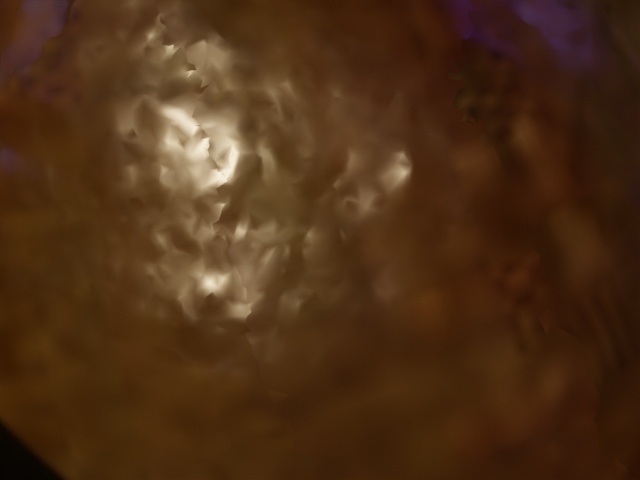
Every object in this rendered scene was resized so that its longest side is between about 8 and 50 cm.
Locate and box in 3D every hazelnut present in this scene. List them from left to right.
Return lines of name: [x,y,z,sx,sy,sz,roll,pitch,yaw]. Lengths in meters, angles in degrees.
hazelnut: [0.000,0.000,0.733,0.421,0.421,0.352,41,78,-20]
